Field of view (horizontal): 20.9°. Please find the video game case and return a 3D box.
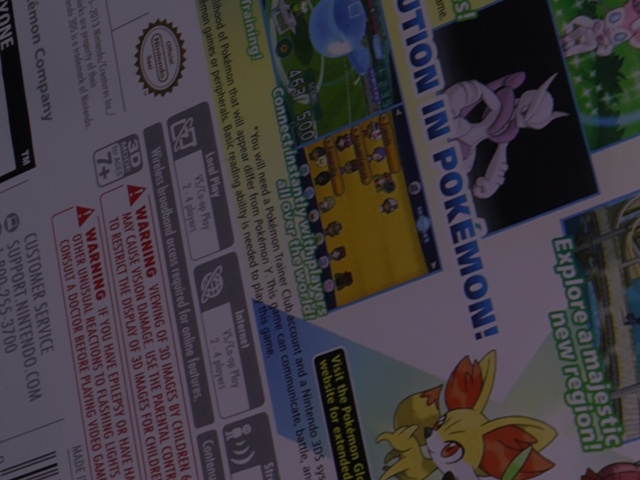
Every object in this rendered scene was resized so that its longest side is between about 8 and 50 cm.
[{"bbox_3d":[0.000,0.000,0.545,0.300,0.036,0.329,-22,69,27],"label":"video game case"}]
